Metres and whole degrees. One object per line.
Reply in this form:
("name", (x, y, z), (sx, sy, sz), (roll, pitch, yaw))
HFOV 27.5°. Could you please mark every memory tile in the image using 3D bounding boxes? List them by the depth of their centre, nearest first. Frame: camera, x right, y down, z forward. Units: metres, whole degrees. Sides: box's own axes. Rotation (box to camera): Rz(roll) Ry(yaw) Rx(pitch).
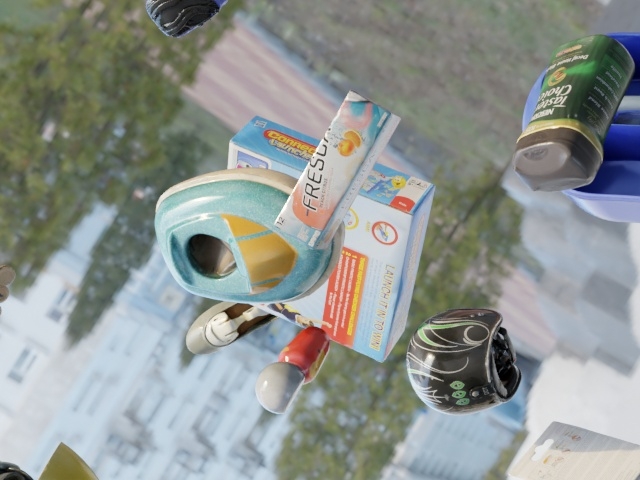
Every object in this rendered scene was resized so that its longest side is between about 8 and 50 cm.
("memory tile", (-0.616, 0.107, 2.344), (0.113, 0.148, 0.012), (14, -167, -40))

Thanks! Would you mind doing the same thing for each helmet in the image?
("helmet", (0.210, 0.185, 1.994), (0.161, 0.169, 0.169), (-4, 157, 31))

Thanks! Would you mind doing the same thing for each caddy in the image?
("caddy", (0.444, -0.153, 1.742), (0.341, 0.241, 0.179), (4, 165, 28))

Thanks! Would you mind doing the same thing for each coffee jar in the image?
("coffee jar", (0.283, -0.140, 1.466), (0.096, 0.184, 0.079), (-14, 132, 47))

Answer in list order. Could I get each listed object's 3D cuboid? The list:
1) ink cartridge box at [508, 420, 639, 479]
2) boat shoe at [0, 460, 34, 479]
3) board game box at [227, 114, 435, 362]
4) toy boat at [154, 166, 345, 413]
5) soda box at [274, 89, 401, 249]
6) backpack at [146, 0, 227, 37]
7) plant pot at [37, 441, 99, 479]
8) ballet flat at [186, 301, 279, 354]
("ink cartridge box", (0.396, 0.349, 1.972), (0.179, 0.145, 0.045), (11, 127, 39))
("boat shoe", (-0.381, 0.323, 1.602), (0.114, 0.091, 0.302), (-5, -150, -43))
("board game box", (0.000, 0.000, 2.006), (0.302, 0.086, 0.308), (23, 133, 15))
("toy boat", (-0.075, 0.061, 1.673), (0.267, 0.148, 0.318), (-7, 116, 32))
("soda box", (0.020, -0.080, 1.517), (0.058, 0.183, 0.063), (31, -173, 13))
("backpack", (-0.228, -0.408, 2.241), (0.098, 0.120, 0.101), (53, -155, -11))
("plant pot", (-0.384, 0.386, 1.983), (0.095, 0.134, 0.134), (28, 177, -3))
("ballet flat", (-0.134, 0.128, 2.194), (0.072, 0.213, 0.068), (61, -179, -5))
